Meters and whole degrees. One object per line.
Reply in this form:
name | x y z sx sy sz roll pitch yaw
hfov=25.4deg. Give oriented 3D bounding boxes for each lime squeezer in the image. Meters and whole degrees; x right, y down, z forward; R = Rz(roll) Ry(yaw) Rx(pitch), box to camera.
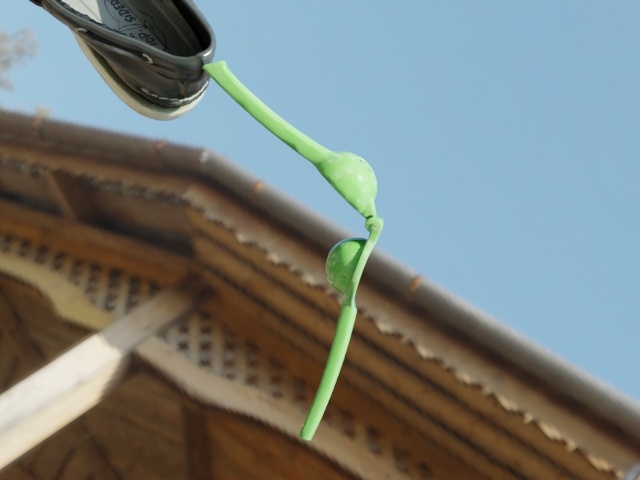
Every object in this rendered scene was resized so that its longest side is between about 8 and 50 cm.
lime squeezer | 0.000 0.000 1.119 0.059 0.110 0.310 -168 -117 -77

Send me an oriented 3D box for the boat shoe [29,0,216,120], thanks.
boat shoe | -0.217 -0.253 1.234 0.340 0.127 0.113 51 -25 -3
